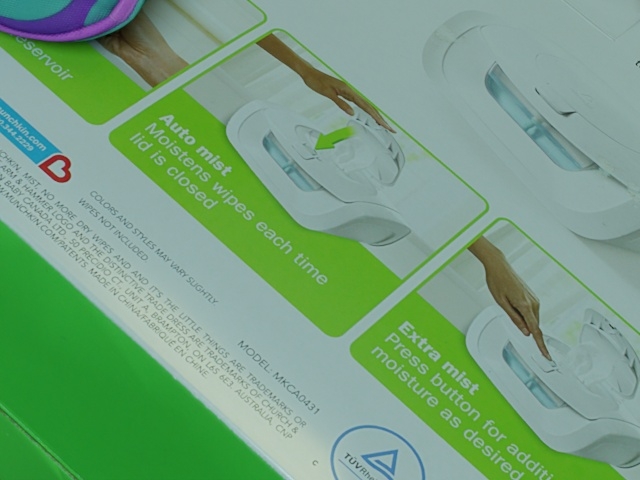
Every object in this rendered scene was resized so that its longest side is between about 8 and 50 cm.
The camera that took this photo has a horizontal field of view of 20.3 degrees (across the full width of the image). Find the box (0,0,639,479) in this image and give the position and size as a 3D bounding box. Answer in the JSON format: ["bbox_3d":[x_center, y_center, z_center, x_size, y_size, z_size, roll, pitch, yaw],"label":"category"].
[{"bbox_3d":[0.000,0.000,0.526,0.262,0.127,0.231,40,46,12],"label":"box"}]

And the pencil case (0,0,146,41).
[{"bbox_3d":[-0.053,-0.121,0.480,0.070,0.064,0.152,33,43,-10],"label":"pencil case"}]
